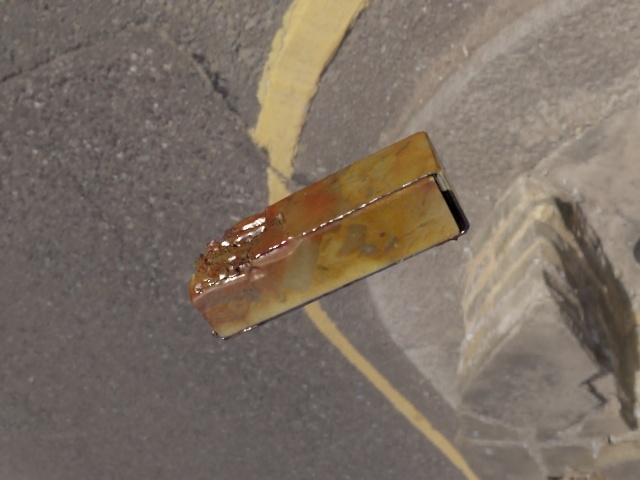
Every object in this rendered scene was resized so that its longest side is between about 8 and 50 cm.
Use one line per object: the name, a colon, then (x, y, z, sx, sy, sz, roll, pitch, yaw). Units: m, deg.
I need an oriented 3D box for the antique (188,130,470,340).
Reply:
antique: (0.000, 0.000, 0.913, 0.310, 0.087, 0.093, -25, 126, 13)
